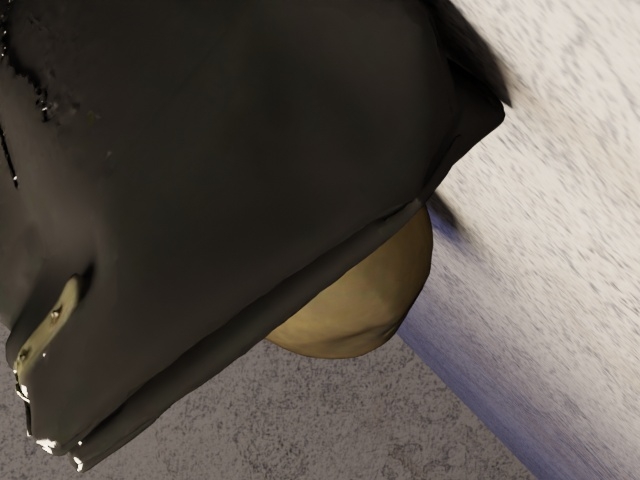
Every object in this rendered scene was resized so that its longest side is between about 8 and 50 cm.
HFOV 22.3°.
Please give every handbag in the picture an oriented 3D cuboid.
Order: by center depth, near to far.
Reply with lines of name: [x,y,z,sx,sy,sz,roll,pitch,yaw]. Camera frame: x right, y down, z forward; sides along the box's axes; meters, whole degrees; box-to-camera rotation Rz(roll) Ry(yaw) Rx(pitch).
handbag: [-0.093,-0.049,0.859,0.342,0.288,0.152,42,177,45]

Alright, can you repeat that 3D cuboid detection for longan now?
longan: [0.000,0.000,1.304,0.198,0.198,0.212,44,-178,27]
